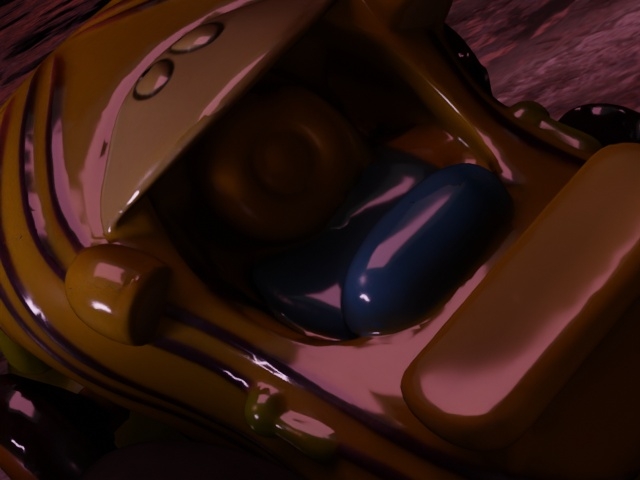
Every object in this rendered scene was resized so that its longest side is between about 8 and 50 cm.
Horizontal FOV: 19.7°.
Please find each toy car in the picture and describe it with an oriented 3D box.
[{"bbox_3d":[0.000,0.000,0.526,0.248,0.142,0.200,28,65,30],"label":"toy car"}]

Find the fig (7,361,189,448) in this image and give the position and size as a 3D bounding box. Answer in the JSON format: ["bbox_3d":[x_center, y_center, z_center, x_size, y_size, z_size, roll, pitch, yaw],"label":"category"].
[{"bbox_3d":[-0.051,0.015,0.699,0.233,0.167,0.167,-31,14,-31],"label":"fig"}]

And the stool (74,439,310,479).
[{"bbox_3d":[-0.044,0.126,0.430,0.217,0.125,0.121,-27,18,52],"label":"stool"}]
